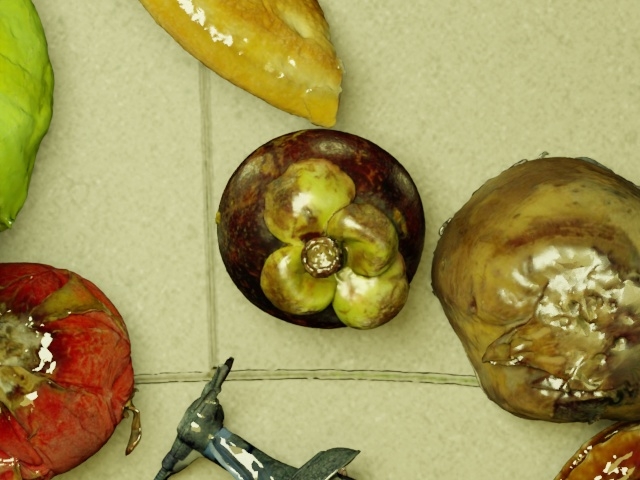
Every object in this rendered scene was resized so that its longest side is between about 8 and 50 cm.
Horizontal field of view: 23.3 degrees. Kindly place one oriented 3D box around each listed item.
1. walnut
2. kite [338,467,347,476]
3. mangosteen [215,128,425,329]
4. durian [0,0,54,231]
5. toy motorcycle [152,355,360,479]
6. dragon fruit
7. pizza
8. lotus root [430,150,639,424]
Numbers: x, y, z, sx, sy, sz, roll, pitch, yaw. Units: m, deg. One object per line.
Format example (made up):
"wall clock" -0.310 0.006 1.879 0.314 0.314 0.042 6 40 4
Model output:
"walnut" 0.279 0.237 1.443 0.207 0.116 0.116 -42 89 0
"kite" -0.013 0.282 1.497 0.139 0.011 0.156 30 90 3
"mangosteen" 0.000 0.000 1.393 0.192 0.217 0.192 1 110 2
"durian" -0.353 -0.168 1.393 0.204 0.256 0.339 -4 61 31
"toy motorcycle" -0.125 0.278 1.441 0.358 0.125 0.212 -39 85 4
"dragon fruit" -0.284 0.104 1.373 0.218 0.148 0.223 -23 67 -3
"pizza" -0.103 -0.251 1.427 0.365 0.182 0.074 44 127 -5
"lotus root" 0.234 0.053 1.417 0.272 0.192 0.272 0 97 3
